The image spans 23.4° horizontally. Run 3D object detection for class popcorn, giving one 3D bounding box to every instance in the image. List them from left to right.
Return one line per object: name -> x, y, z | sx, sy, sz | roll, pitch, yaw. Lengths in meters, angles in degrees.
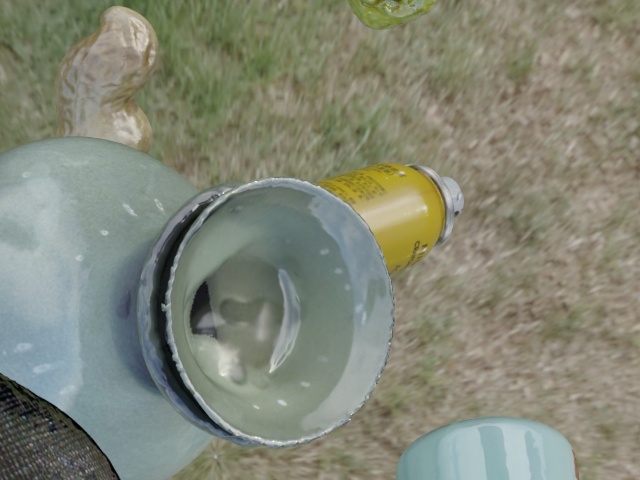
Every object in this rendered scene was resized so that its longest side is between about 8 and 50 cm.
popcorn -> 0.037, -0.151, 0.841 | 0.060, 0.083, 0.068 | 20, 125, -11

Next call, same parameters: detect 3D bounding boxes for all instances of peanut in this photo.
peanut -> -0.218, -0.123, 1.540 | 0.104, 0.085, 0.227 | 8, 111, -1

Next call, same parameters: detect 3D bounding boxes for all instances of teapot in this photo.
teapot -> -0.078, 0.035, 0.704 | 0.183, 0.251, 0.183 | 3, 85, -33

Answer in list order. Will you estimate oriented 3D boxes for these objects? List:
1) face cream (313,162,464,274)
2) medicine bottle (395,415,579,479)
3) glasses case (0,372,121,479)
face cream -> 0.000, 0.000, 1.390 | 0.349, 0.105, 0.105 | -19, 82, -41
medicine bottle -> 0.129, 0.251, 1.112 | 0.139, 0.139, 0.225 | 0, 53, -4
glasses case -> -0.148, 0.046, 0.312 | 0.267, 0.067, 0.103 | 29, 42, -32
